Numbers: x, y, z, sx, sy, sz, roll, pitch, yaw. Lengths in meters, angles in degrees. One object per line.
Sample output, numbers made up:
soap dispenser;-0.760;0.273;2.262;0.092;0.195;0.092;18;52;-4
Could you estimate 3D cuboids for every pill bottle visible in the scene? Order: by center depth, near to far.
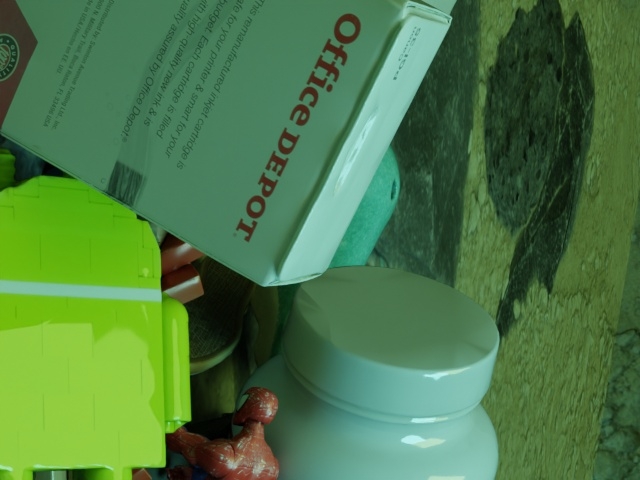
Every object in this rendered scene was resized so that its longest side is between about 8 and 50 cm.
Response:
pill bottle;0.022;0.237;1.577;0.229;0.229;0.407;-44;151;-59

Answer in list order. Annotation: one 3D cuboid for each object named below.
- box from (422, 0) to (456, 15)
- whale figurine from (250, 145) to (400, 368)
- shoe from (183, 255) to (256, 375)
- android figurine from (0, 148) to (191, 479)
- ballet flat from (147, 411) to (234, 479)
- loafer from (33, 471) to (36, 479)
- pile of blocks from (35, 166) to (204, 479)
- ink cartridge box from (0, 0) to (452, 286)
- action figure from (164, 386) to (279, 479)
box;0.022;-0.368;1.688;0.345;0.168;0.215;71;30;-43
whale figurine;0.000;0.000;1.716;0.216;0.141;0.272;24;68;-72
shoe;-0.106;0.075;1.554;0.058;0.076;0.219;-56;179;21
android figurine;-0.187;0.072;1.254;0.248;0.056;0.272;3;79;-43
ballet flat;-0.110;0.190;1.617;0.250;0.058;0.084;-13;124;-62
loafer;-0.243;0.162;1.256;0.148;0.056;0.050;-30;126;-64
pile of blocks;-0.154;0.044;1.387;0.149;0.113;0.362;39;57;-65
ink cartridge box;-0.086;-0.123;1.222;0.207;0.283;0.117;-63;164;11
action figure;-0.132;0.220;1.463;0.091;0.139;0.280;23;102;-51
